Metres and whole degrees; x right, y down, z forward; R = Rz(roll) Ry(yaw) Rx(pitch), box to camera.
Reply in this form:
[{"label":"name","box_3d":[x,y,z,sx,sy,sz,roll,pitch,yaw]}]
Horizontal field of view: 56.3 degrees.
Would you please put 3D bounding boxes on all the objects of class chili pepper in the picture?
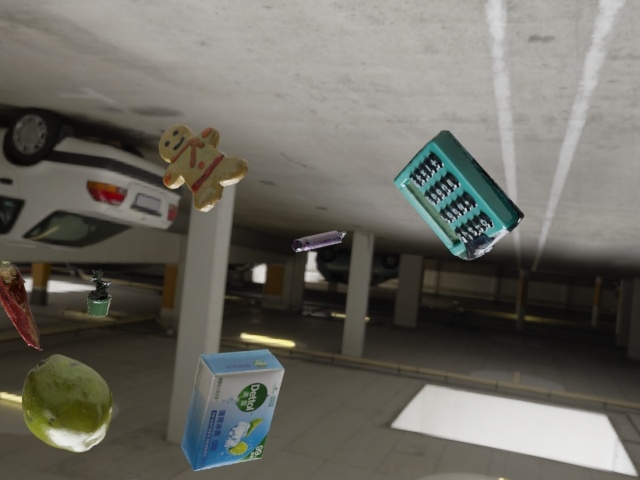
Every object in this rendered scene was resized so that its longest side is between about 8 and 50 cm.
[{"label":"chili pepper","box_3d":[-0.680,0.128,1.330,0.051,0.267,0.059,-30,174,35]}]

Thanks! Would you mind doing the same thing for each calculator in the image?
[{"label":"calculator","box_3d":[0.271,-0.080,1.227,0.058,0.248,0.274,-39,176,-16]}]

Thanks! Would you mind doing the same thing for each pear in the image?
[{"label":"pear","box_3d":[-0.666,0.430,1.577,0.213,0.269,0.212,-23,-165,7]}]

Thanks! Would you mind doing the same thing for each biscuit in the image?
[{"label":"biscuit","box_3d":[-0.254,-0.160,1.204,0.234,0.153,0.030,45,-179,32]}]

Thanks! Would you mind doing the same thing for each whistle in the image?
[{"label":"whistle","box_3d":[0.000,0.000,1.399,0.033,0.033,0.177,5,-169,39]}]

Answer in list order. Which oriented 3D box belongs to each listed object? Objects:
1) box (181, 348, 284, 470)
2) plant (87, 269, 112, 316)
[{"label":"box","box_3d":[-0.158,0.299,1.067,0.139,0.194,0.073,3,-160,-34]},{"label":"plant","box_3d":[-0.471,0.110,1.277,0.051,0.102,0.051,10,-167,-2]}]
